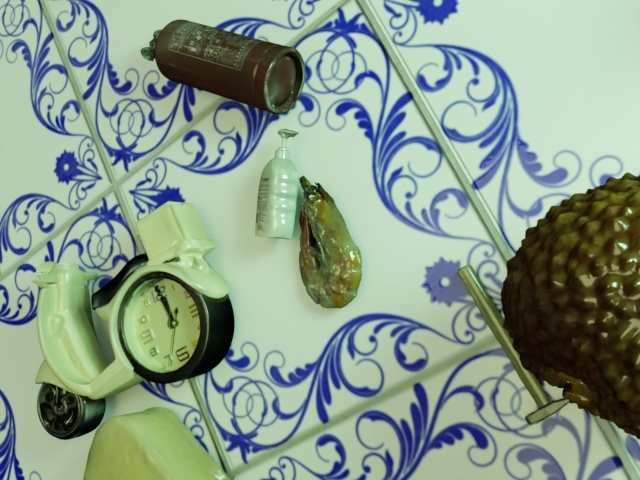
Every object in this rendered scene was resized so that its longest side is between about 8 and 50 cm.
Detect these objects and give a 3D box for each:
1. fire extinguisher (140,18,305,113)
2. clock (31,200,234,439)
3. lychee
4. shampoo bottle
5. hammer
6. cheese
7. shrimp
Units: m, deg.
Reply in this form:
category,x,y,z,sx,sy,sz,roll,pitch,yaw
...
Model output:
category,x,y,z,sx,sy,sz,roll,pitch,yaw
fire extinguisher,-0.153,-0.262,0.998,0.269,0.105,0.104,22,97,28
clock,-0.307,0.122,1.045,0.379,0.120,0.276,-26,79,20
lychee,0.314,0.050,0.642,0.268,0.267,0.267,-2,85,28
shampoo bottle,-0.058,-0.078,0.946,0.077,0.045,0.151,5,90,64
hammer,0.222,0.115,0.810,0.062,0.013,0.198,-35,72,22
cheese,-0.191,0.459,0.957,0.384,0.104,0.383,-2,85,28
shrimp,0.000,0.000,0.923,0.101,0.042,0.190,-23,77,33
